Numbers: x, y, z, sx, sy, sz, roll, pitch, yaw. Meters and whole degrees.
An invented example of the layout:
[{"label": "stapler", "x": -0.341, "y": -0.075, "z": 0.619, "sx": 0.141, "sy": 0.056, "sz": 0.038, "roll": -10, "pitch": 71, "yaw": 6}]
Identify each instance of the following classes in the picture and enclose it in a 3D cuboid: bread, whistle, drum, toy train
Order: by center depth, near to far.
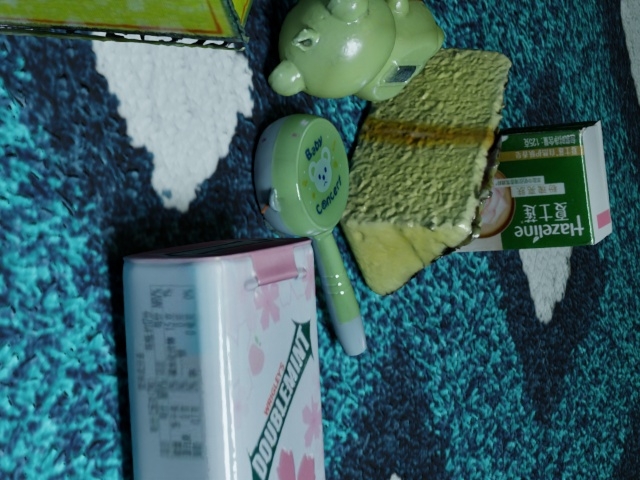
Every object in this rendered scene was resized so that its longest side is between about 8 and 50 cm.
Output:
[{"label": "toy train", "x": -0.144, "y": -0.225, "z": 0.978, "sx": 0.177, "sy": 0.261, "sz": 0.134, "roll": 67, "pitch": 33, "yaw": -59}, {"label": "drum", "x": 0.007, "y": -0.015, "z": 1.457, "sx": 0.253, "sy": 0.049, "sz": 0.130, "roll": 63, "pitch": 37, "yaw": -39}, {"label": "whistle", "x": 0.046, "y": -0.198, "z": 1.475, "sx": 0.106, "sy": 0.131, "sz": 0.288, "roll": 48, "pitch": 26, "yaw": 14}, {"label": "bread", "x": 0.103, "y": -0.083, "z": 1.581, "sx": 0.178, "sy": 0.142, "sz": 0.266, "roll": 119, "pitch": -6, "yaw": -51}]

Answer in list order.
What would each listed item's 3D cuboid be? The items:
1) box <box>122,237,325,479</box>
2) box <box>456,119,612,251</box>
[{"label": "box", "x": -0.074, "y": 0.187, "z": 1.236, "sx": 0.190, "sy": 0.112, "sz": 0.369, "roll": -8, "pitch": 97, "yaw": -62}, {"label": "box", "x": 0.226, "y": -0.061, "z": 1.718, "sx": 0.081, "sy": 0.199, "sz": 0.135, "roll": -22, "pitch": 106, "yaw": -58}]
